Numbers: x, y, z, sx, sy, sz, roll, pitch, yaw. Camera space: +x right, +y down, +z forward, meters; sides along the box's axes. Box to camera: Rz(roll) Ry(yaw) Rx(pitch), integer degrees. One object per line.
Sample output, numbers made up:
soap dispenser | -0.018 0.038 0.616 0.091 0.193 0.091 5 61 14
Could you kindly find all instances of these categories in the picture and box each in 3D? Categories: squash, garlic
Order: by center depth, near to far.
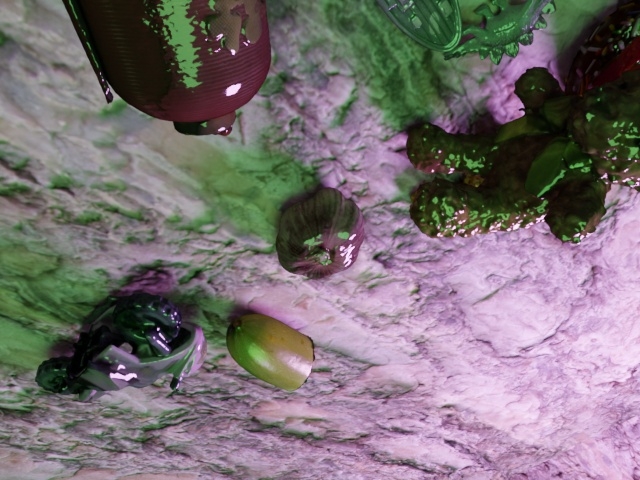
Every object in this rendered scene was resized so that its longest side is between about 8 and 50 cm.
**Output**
garlic | 0.000 0.000 0.673 0.147 0.102 0.159 27 119 -35
squash | -0.103 0.205 0.812 0.123 0.123 0.186 -36 131 15

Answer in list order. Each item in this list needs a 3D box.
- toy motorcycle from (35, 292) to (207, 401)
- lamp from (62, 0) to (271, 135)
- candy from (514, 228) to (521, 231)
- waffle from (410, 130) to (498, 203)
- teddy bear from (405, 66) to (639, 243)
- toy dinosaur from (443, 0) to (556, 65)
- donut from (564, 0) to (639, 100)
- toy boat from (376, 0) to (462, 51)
toy motorcycle | -0.326 0.202 0.727 0.327 0.143 0.188 -34 131 23
lamp | -0.138 -0.216 0.394 0.180 0.180 0.258 -9 131 -9
candy | 0.376 -0.047 0.800 0.030 0.020 0.083 -12 134 -6
waffle | 0.251 -0.088 0.707 0.149 0.051 0.194 23 120 -34
teddy bear | 0.275 -0.110 0.531 0.295 0.247 0.222 3 155 -5
toy dinosaur | 0.257 -0.286 0.541 0.208 0.039 0.082 -29 136 23
donut | 0.460 -0.243 0.608 0.234 0.089 0.235 -8 133 -9
toy boat | 0.078 -0.297 0.449 0.078 0.085 0.260 -41 129 18
